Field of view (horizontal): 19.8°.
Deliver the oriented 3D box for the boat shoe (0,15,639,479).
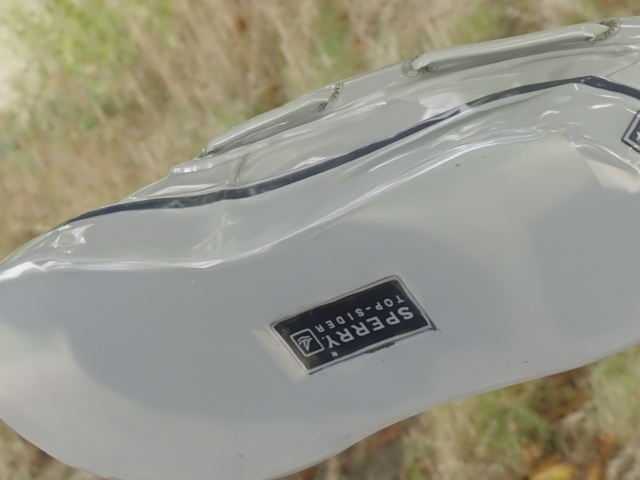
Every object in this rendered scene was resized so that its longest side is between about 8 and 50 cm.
[{"bbox_3d":[0.000,0.000,0.537,0.267,0.096,0.088,-24,22,40],"label":"boat shoe"}]
